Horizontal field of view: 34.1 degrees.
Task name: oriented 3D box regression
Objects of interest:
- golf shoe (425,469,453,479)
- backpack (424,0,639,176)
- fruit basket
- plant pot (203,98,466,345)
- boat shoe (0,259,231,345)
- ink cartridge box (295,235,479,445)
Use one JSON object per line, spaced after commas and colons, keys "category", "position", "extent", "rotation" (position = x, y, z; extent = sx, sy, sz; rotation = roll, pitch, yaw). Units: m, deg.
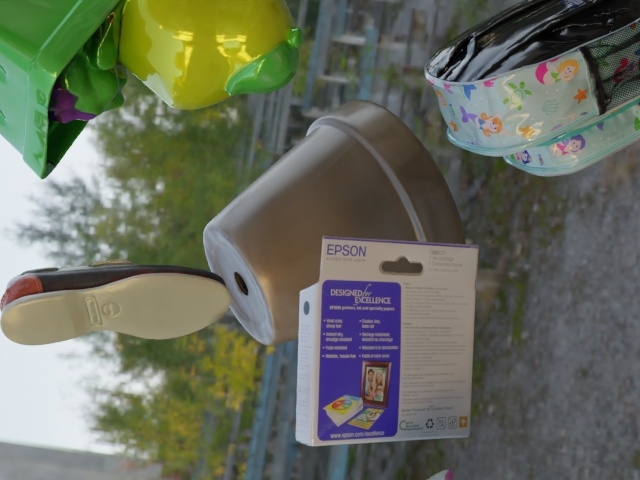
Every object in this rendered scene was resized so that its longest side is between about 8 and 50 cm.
{"category": "golf shoe", "position": [0.147, 0.316, 0.992], "extent": [0.306, 0.140, 0.115], "rotation": [41, -170, -43]}
{"category": "backpack", "position": [0.256, -0.183, 1.187], "extent": [0.225, 0.254, 0.191], "rotation": [40, 150, 65]}
{"category": "fruit basket", "position": [-0.204, -0.248, 1.217], "extent": [0.283, 0.392, 0.391], "rotation": [126, 155, -61]}
{"category": "plant pot", "position": [0.000, 0.000, 1.474], "extent": [0.323, 0.280, 0.323], "rotation": [48, 154, 33]}
{"category": "boat shoe", "position": [-0.124, 0.033, 0.632], "extent": [0.043, 0.137, 0.049], "rotation": [-108, 14, -58]}
{"category": "ink cartridge box", "position": [0.072, 0.102, 1.076], "extent": [0.045, 0.206, 0.208], "rotation": [2, 88, 57]}
